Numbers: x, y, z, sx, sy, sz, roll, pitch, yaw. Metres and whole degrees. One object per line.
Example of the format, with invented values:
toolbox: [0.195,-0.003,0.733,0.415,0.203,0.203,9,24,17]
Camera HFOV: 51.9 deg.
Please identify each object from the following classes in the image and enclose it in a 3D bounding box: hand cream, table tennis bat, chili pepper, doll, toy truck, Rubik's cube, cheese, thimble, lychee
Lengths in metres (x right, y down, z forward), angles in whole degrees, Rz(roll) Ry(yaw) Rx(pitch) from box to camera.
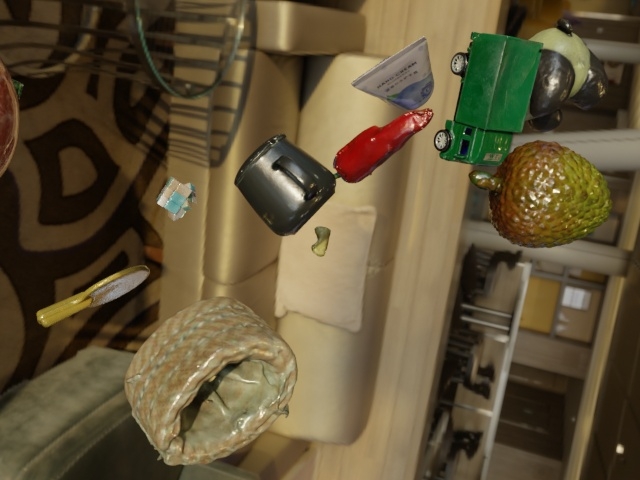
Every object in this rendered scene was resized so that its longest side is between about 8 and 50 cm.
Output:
hand cream: [0.088,-0.172,0.704,0.053,0.084,0.142,61,16,7]
table tennis bat: [-0.615,0.151,1.798,0.321,0.050,0.198,-26,170,-30]
chili pepper: [0.135,-0.236,1.693,0.110,0.387,0.110,22,53,-33]
doll: [0.343,-0.245,1.073,0.234,0.143,0.135,-37,-113,57]
toy truck: [0.185,-0.155,0.739,0.065,0.079,0.147,-1,111,-32]
Rubik's cube: [-0.288,-0.085,1.337,0.075,0.073,0.084,-53,-163,14]
cheese: [0.000,0.000,1.616,0.030,0.044,0.083,124,-15,-53]
thimble: [-0.156,0.202,0.952,0.229,0.148,0.196,-24,124,-28]
lychee: [0.224,-0.046,0.676,0.114,0.146,0.114,-167,-90,-84]

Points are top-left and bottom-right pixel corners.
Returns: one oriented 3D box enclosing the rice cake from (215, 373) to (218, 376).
rice cake: [-0.198,0.205,1.210,0.033,0.033,0.207,-52,-158,-2]

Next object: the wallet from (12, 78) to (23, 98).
wallet: [-0.788,-0.280,1.485,0.160,0.055,0.236,27,84,-63]

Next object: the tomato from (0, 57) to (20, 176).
tomato: [-0.485,-0.162,0.755,0.270,0.270,0.227,69,29,-60]

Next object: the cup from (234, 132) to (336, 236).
cup: [-0.066,-0.118,1.304,0.169,0.176,0.223,-44,180,-15]
